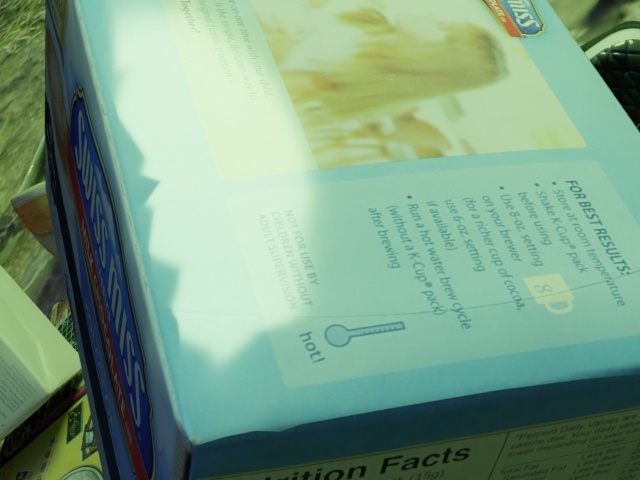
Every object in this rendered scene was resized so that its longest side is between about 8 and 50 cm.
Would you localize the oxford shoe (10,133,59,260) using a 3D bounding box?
[{"bbox_3d":[-0.186,-0.166,1.087,0.169,0.130,0.449,-20,44,37],"label":"oxford shoe"}]

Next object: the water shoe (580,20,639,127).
[{"bbox_3d":[0.141,-0.067,0.719,0.203,0.073,0.080,-32,11,27],"label":"water shoe"}]

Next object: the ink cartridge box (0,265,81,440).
[{"bbox_3d":[-0.319,0.128,0.868,0.231,0.134,0.078,-39,4,14],"label":"ink cartridge box"}]

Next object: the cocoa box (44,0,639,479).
[{"bbox_3d":[0.000,0.000,0.534,0.228,0.231,0.347,103,154,-46],"label":"cocoa box"}]

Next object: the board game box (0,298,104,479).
[{"bbox_3d":[-0.186,0.146,0.876,0.165,0.042,0.243,-16,48,37],"label":"board game box"}]
